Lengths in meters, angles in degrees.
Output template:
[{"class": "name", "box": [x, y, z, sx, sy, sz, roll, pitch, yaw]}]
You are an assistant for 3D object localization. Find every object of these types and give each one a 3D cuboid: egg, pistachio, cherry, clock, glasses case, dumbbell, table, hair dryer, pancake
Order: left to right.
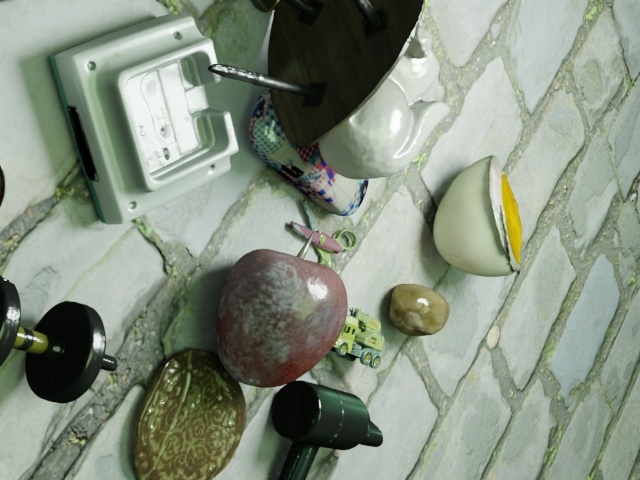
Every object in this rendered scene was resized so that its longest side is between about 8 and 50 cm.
[{"class": "dumbbell", "box": [-0.396, 0.131, 1.270, 0.325, 0.143, 0.143, 28, 74, -49]}, {"class": "clock", "box": [-0.249, -0.182, 1.418, 0.231, 0.116, 0.262, -33, 120, -41]}, {"class": "pancake", "box": [-0.216, 0.308, 1.600, 0.250, 0.031, 0.250, -10, 103, -48]}, {"class": "cherry", "box": [-0.063, 0.115, 1.614, 0.236, 0.212, 0.286, 30, 82, -39]}, {"class": "table", "box": [-0.035, -0.357, 1.456, 0.249, 0.317, 0.318, 24, 78, -49]}, {"class": "hair dryer", "box": [-0.015, 0.428, 1.825, 0.244, 0.116, 0.303, 27, 87, -49]}, {"class": "glasses case", "box": [-0.014, -0.155, 1.729, 0.327, 0.076, 0.125, 38, 65, -46]}, {"class": "pistachio", "box": [0.213, 0.148, 2.039, 0.108, 0.126, 0.185, -43, 149, 21]}, {"class": "egg", "box": [0.341, -0.049, 2.114, 0.286, 0.174, 0.264, -72, 147, -51]}]

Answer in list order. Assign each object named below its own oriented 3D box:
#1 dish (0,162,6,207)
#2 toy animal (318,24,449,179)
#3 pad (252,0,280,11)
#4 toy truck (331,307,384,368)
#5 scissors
[{"class": "dish", "box": [-0.469, -0.084, 1.211, 0.141, 0.078, 0.141, -6, 114, -13]}, {"class": "toy animal", "box": [0.085, -0.231, 1.626, 0.271, 0.206, 0.265, 40, 61, -27]}, {"class": "pad", "box": [-0.028, -0.574, 1.655, 0.375, 0.063, 0.315, -60, 136, -23]}, {"class": "toy truck", "box": [0.063, 0.185, 1.880, 0.169, 0.077, 0.100, 28, 78, -47]}, {"class": "scissors", "box": [0.000, 0.000, 1.817, 0.134, 0.020, 0.187, -59, 136, -20]}]
